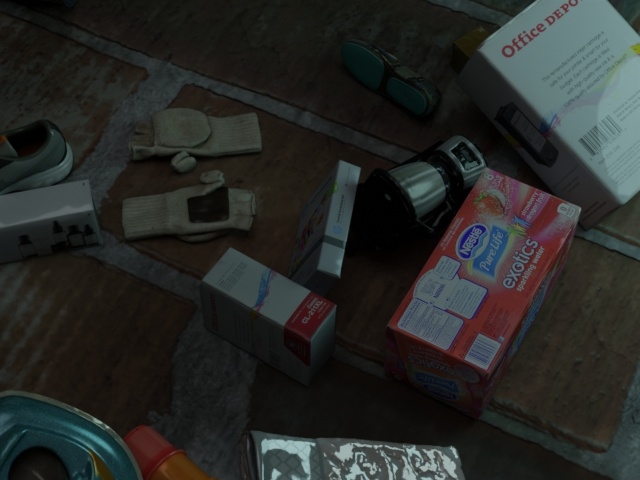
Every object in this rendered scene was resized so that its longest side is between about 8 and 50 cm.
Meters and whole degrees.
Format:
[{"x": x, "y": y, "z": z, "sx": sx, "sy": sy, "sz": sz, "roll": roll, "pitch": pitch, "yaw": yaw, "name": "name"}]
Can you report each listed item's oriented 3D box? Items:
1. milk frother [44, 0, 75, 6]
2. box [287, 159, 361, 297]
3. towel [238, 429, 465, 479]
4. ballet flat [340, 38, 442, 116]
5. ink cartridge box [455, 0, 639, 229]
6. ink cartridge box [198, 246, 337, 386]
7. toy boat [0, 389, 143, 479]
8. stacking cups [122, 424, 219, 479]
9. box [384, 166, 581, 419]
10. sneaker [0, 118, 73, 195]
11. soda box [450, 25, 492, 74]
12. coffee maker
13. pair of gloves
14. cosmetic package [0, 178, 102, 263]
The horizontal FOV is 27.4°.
[{"x": -0.465, "y": -0.471, "z": 2.144, "sx": 0.135, "sy": 0.143, "sz": 0.129, "roll": 10, "pitch": 50, "yaw": 9, "name": "milk frother"}, {"x": 0.000, "y": 0.000, "z": 1.835, "sx": 0.038, "sy": 0.145, "sz": 0.186, "roll": 21, "pitch": 57, "yaw": -13, "name": "box"}, {"x": 0.060, "y": 0.389, "z": 1.566, "sx": 0.317, "sy": 0.053, "sz": 0.331, "roll": 10, "pitch": 54, "yaw": -26, "name": "towel"}, {"x": 0.114, "y": -0.258, "z": 2.061, "sx": 0.070, "sy": 0.070, "sz": 0.188, "roll": -39, "pitch": 67, "yaw": -22, "name": "ballet flat"}, {"x": 0.387, "y": -0.205, "z": 1.927, "sx": 0.226, "sy": 0.131, "sz": 0.306, "roll": -38, "pitch": 82, "yaw": -21, "name": "ink cartridge box"}, {"x": -0.070, "y": 0.103, "z": 1.779, "sx": 0.175, "sy": 0.127, "sz": 0.072, "roll": 29, "pitch": 60, "yaw": 17, "name": "ink cartridge box"}, {"x": -0.348, "y": 0.353, "z": 1.570, "sx": 0.267, "sy": 0.148, "sz": 0.318, "roll": 31, "pitch": 76, "yaw": -24, "name": "toy boat"}, {"x": -0.135, "y": 0.349, "z": 1.638, "sx": 0.316, "sy": 0.096, "sz": 0.096, "roll": 36, "pitch": 64, "yaw": 21, "name": "stacking cups"}, {"x": 0.220, "y": 0.069, "z": 1.791, "sx": 0.154, "sy": 0.142, "sz": 0.300, "roll": 25, "pitch": 60, "yaw": 15, "name": "box"}, {"x": -0.498, "y": -0.100, "z": 1.926, "sx": 0.272, "sy": 0.108, "sz": 0.100, "roll": -30, "pitch": 64, "yaw": -17, "name": "sneaker"}, {"x": 0.283, "y": -0.251, "z": 2.050, "sx": 0.061, "sy": 0.058, "sz": 0.181, "roll": -32, "pitch": 62, "yaw": -20, "name": "soda box"}, {"x": 0.132, "y": -0.067, "z": 1.885, "sx": 0.178, "sy": 0.171, "sz": 0.120, "roll": -26, "pitch": 98, "yaw": -38, "name": "coffee maker"}, {"x": -0.193, "y": -0.105, "z": 1.967, "sx": 0.204, "sy": 0.042, "sz": 0.240, "roll": 1, "pitch": 56, "yaw": 1, "name": "pair of gloves"}, {"x": -0.440, "y": -0.017, "z": 1.876, "sx": 0.239, "sy": 0.099, "sz": 0.060, "roll": -11, "pitch": 57, "yaw": -6, "name": "cosmetic package"}]
